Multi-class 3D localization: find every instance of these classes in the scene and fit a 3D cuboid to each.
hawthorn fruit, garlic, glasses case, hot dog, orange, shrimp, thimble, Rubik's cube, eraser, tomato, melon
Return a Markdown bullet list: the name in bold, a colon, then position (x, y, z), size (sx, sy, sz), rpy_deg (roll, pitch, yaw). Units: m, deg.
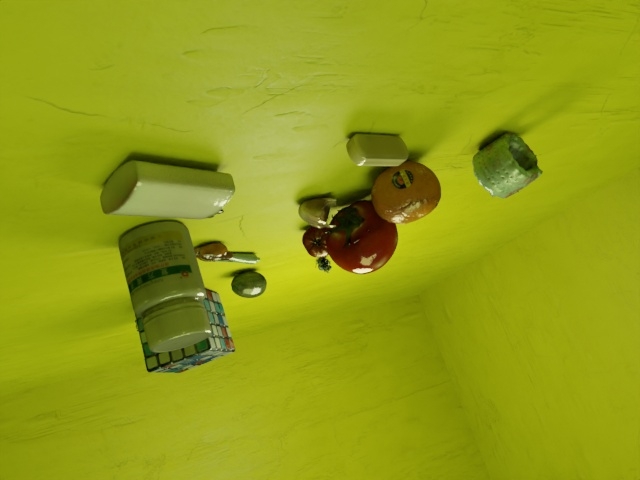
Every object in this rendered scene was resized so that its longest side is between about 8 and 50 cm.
- **hawthorn fruit**: position (-0.002, -0.004, 2.024), size (0.125, 0.125, 0.140), rpy_deg (-35, -170, 42)
- **garlic**: position (-0.007, -0.085, 1.796), size (0.124, 0.099, 0.174), rpy_deg (1, 166, 7)
- **glasses case**: position (0.157, -0.246, 1.485), size (0.196, 0.083, 0.050), rpy_deg (-4, 157, -37)
- **hot dog**: position (-0.364, 0.045, 1.865), size (0.090, 0.060, 0.140), rpy_deg (-24, 167, 30)
- **orange**: position (0.268, -0.151, 1.718), size (0.220, 0.193, 0.219), rpy_deg (-14, 147, -9)
- **shrimp**: position (0.017, 0.122, 2.487), size (0.076, 0.082, 0.174), rpy_deg (-24, 170, 0)
- **thimble**: position (0.621, -0.241, 1.808), size (0.211, 0.185, 0.149), rpy_deg (29, 136, -24)
- **Rubik's cube**: position (-0.566, 0.376, 2.285), size (0.293, 0.291, 0.287), rpy_deg (-23, 164, 5)
- **eraser**: position (-0.364, -0.114, 1.312), size (0.174, 0.094, 0.270), rpy_deg (-33, 159, 36)
- **tomato**: position (0.141, -0.010, 1.869), size (0.256, 0.255, 0.224), rpy_deg (-27, 126, 23)
- **melon**: position (-0.295, 0.184, 2.280), size (0.167, 0.114, 0.114), rpy_deg (-1, 156, -42)

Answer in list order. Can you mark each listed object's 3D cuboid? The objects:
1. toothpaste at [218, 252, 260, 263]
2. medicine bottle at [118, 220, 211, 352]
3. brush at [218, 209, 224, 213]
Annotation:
- **toothpaste**: position (-0.311, 0.066, 2.031), size (0.064, 0.041, 0.218), rpy_deg (-26, 159, 39)
- **medicine bottle**: position (-0.445, 0.135, 1.574), size (0.208, 0.339, 0.208), rpy_deg (-18, 162, -6)
- **brush**: position (-0.316, -0.085, 1.596), size (0.024, 0.008, 0.083), rpy_deg (-27, 162, 33)
